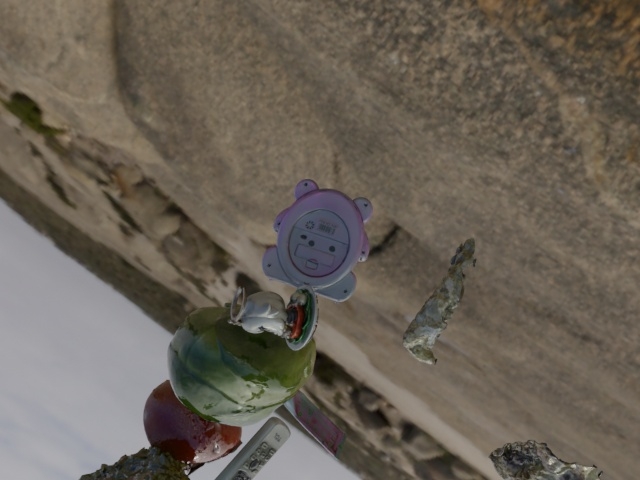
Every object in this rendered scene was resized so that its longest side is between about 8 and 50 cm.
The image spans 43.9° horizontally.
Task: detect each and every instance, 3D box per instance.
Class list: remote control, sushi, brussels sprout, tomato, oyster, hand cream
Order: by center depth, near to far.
[{"bbox_3d":[0.187,0.078,1.208,0.061,0.200,0.106,23,143,10],"label":"oyster"},{"bbox_3d":[-0.140,0.455,1.668,0.029,0.190,0.087,34,163,35],"label":"remote control"},{"bbox_3d":[-0.194,0.309,1.992,0.371,0.276,0.315,4,-164,-18],"label":"brussels sprout"},{"bbox_3d":[0.576,0.621,2.100,0.201,0.107,0.354,38,155,-5],"label":"oyster"},{"bbox_3d":[-0.527,0.749,2.149,0.240,0.396,0.351,64,-158,-9],"label":"sushi"},{"bbox_3d":[-0.026,0.485,2.194,0.275,0.079,0.050,49,157,-18],"label":"hand cream"},{"bbox_3d":[-0.354,0.522,2.342,0.309,0.309,0.170,39,138,-17],"label":"tomato"}]

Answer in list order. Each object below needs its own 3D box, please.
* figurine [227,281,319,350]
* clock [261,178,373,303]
[{"bbox_3d":[-0.096,0.130,1.489,0.153,0.132,0.132,14,-179,-26],"label":"figurine"},{"bbox_3d":[0.000,0.000,1.813,0.227,0.248,0.090,19,176,1],"label":"clock"}]
